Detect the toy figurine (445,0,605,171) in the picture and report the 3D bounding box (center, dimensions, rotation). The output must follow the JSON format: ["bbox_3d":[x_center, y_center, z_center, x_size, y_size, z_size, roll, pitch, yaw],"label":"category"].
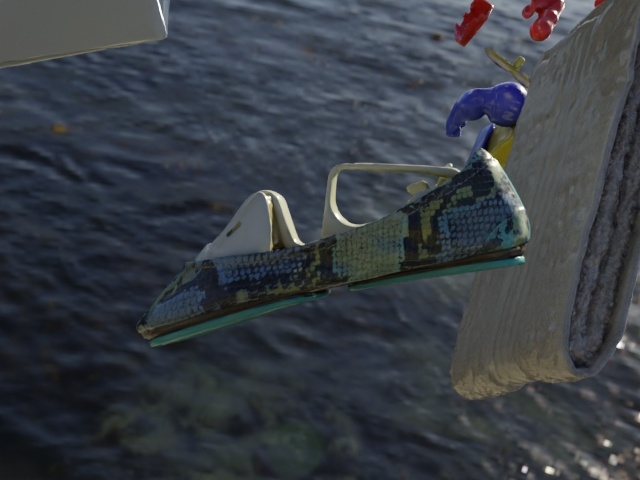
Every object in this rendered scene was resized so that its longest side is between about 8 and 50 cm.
[{"bbox_3d":[0.258,-0.100,1.181,0.362,0.217,0.191,30,49,-10],"label":"toy figurine"}]

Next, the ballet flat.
[{"bbox_3d":[0.000,0.000,0.542,0.188,0.070,0.070,-14,22,8],"label":"ballet flat"}]

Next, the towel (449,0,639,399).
[{"bbox_3d":[0.165,-0.032,0.776,0.049,0.282,0.187,21,-17,-9],"label":"towel"}]

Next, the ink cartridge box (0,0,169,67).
[{"bbox_3d":[-0.156,-0.260,0.568,0.122,0.289,0.211,-8,39,1],"label":"ink cartridge box"}]
